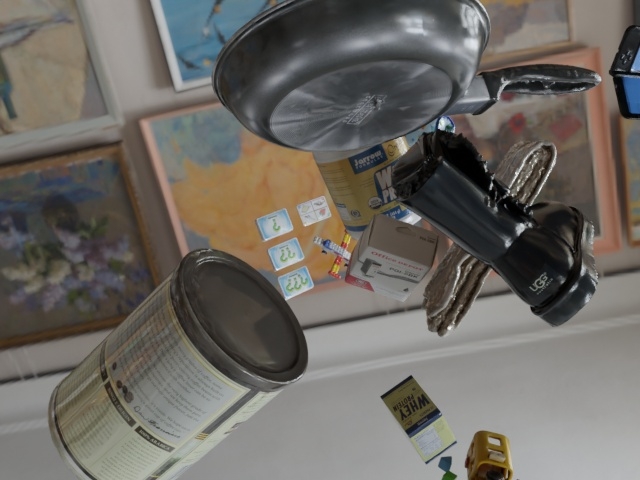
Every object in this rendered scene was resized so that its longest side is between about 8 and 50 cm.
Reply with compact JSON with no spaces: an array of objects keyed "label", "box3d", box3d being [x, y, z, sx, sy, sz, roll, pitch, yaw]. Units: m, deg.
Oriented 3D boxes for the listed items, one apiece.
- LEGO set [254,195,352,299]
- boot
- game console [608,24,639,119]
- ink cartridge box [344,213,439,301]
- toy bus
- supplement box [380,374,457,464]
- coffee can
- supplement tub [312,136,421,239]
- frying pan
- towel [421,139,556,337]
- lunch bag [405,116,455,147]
[{"label":"LEGO set","box3d":[0.000,0.000,1.786,0.244,0.182,0.060,-22,-178,-32]},{"label":"boot","box3d":[0.175,-0.037,0.854,0.094,0.207,0.246,-47,-175,22]},{"label":"game console","box3d":[0.460,-0.223,1.123,0.122,0.107,0.071,1,-144,-15]},{"label":"ink cartridge box","box3d":[0.100,0.027,1.207,0.099,0.135,0.056,18,-117,-4]},{"label":"toy bus","box3d":[0.394,0.530,1.936,0.191,0.104,0.202,-10,-146,-39]},{"label":"supplement box","box3d":[0.138,0.252,1.180,0.056,0.083,0.083,-34,-139,-5]},{"label":"coffee can","box3d":[-0.181,0.171,1.054,0.275,0.201,0.201,-42,-165,23]},{"label":"supplement tub","box3d":[0.073,-0.116,1.311,0.144,0.200,0.144,-22,-161,8]},{"label":"frying pan","box3d":[0.065,-0.105,0.632,0.197,0.053,0.326,-24,157,36]},{"label":"towel","box3d":[0.217,-0.010,1.122,0.049,0.282,0.187,29,-172,0]},{"label":"lunch bag","box3d":[0.208,-0.242,1.777,0.129,0.096,0.151,20,-160,18]}]
